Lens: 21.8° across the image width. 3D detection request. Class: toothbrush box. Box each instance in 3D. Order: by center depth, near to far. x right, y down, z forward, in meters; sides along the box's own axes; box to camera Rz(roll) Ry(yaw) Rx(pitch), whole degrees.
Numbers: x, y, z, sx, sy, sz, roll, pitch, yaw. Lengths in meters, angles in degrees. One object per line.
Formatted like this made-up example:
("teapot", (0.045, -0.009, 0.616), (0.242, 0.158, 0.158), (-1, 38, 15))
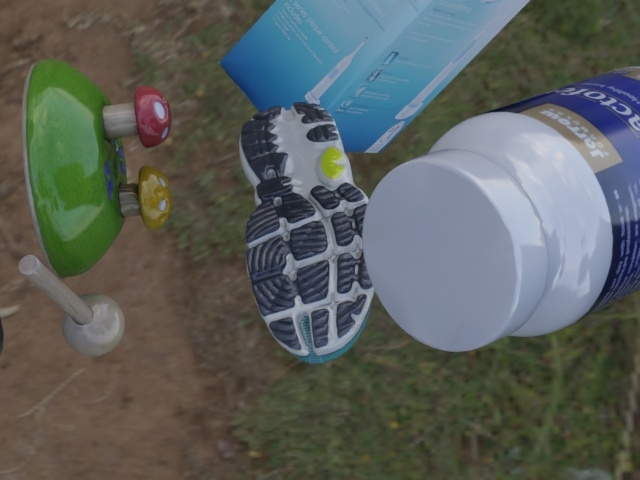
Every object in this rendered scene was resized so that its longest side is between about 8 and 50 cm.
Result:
("toothbrush box", (0.077, -0.229, 1.645), (0.126, 0.295, 0.216), (52, 23, 15))

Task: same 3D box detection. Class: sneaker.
("sneaker", (0.000, 0.000, 1.337), (0.107, 0.275, 0.110), (-12, 130, 5))

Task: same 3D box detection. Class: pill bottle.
("pill bottle", (0.157, -0.022, 1.119), (0.265, 0.153, 0.153), (-22, 91, -46))

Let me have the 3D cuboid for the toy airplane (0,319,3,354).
("toy airplane", (-0.207, 0.216, 0.628), (0.272, 0.384, 0.386), (-19, 135, -9))

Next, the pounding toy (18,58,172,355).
("pounding toy", (-0.171, -0.041, 1.367), (0.110, 0.183, 0.236), (-6, 61, 4))
